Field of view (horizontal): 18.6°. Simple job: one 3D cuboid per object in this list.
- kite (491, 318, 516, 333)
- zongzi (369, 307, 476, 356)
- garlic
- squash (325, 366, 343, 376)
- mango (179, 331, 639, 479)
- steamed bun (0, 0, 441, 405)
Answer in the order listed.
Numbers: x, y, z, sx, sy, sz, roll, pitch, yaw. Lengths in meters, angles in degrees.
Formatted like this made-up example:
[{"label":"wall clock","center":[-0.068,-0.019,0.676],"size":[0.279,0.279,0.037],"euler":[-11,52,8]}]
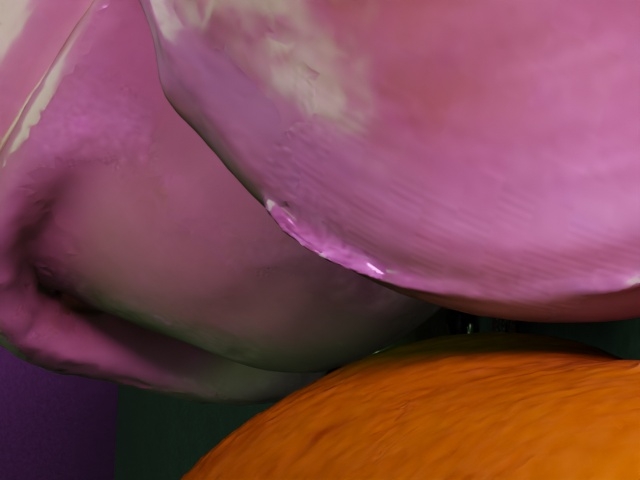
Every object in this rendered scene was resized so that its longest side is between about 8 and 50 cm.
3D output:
[{"label":"kite","center":[0.082,0.063,0.880],"size":[0.044,0.002,0.078],"euler":[173,100,-79]},{"label":"zongzi","center":[0.050,0.014,0.941],"size":[0.119,0.055,0.109],"euler":[117,152,-42]},{"label":"garlic","center":[0.049,-0.112,0.482],"size":[0.237,0.292,0.210],"euler":[50,-139,-35]},{"label":"squash","center":[0.001,0.001,1.111],"size":[0.331,0.087,0.087],"euler":[111,158,-56]},{"label":"mango","center":[0.045,0.156,0.512],"size":[0.445,0.220,0.301],"euler":[129,157,-61]},{"label":"steamed bun","center":[-0.060,-0.113,0.807],"size":[0.342,0.255,0.367],"euler":[-51,40,32]}]
